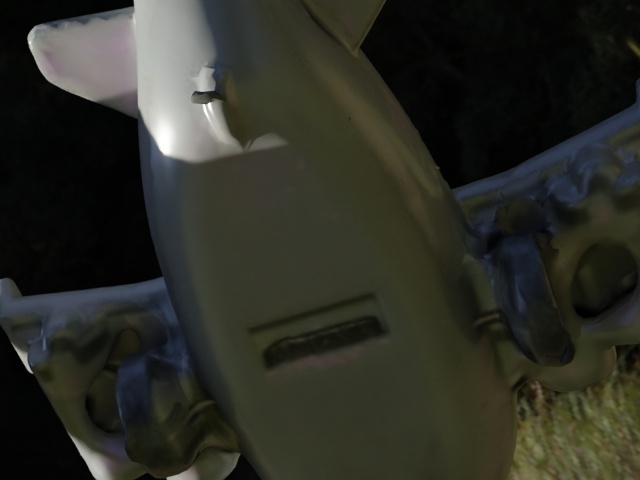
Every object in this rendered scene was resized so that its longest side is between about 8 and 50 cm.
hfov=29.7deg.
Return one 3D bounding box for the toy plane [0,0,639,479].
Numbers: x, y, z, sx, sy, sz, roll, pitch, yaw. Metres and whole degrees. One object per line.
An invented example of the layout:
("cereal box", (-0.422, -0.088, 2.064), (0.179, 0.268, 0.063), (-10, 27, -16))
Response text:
("toy plane", (0.000, 0.002, 0.421), (0.252, 0.252, 0.118), (-43, 15, 20))
